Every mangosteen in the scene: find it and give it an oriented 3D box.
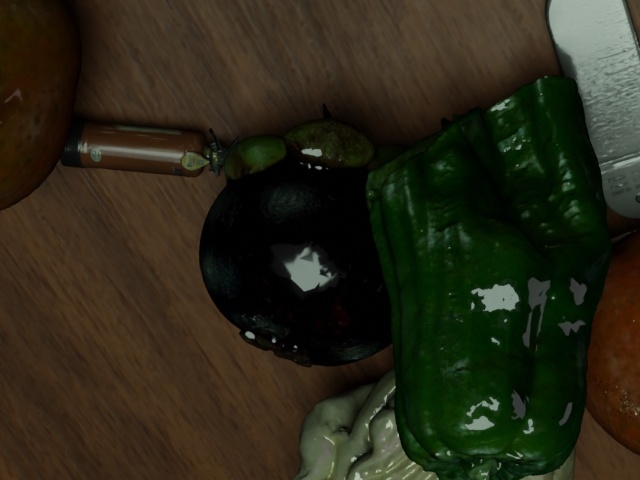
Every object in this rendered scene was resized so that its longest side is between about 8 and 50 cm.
[{"bbox_3d":[0.000,0.000,1.293,0.243,0.243,0.243,3,111,7],"label":"mangosteen"}]

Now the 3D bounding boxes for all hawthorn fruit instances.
[{"bbox_3d":[-0.361,-0.137,1.230,0.277,0.298,0.277,5,111,12],"label":"hawthorn fruit"},{"bbox_3d":[0.309,0.073,1.281,0.211,0.211,0.299,-40,82,20],"label":"hawthorn fruit"}]

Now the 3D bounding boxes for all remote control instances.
[{"bbox_3d":[0.273,-0.133,1.294,0.077,0.022,0.245,-17,109,16],"label":"remote control"}]

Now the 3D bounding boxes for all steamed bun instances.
[{"bbox_3d":[0.116,0.250,1.370,0.320,0.206,0.275,-31,87,23],"label":"steamed bun"}]

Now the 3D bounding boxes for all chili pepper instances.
[{"bbox_3d":[0.158,0.021,1.173,0.213,0.385,0.167,25,149,-36],"label":"chili pepper"}]

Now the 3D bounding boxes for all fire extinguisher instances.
[{"bbox_3d":[-0.166,-0.091,1.355,0.177,0.050,0.062,5,136,5],"label":"fire extinguisher"}]
